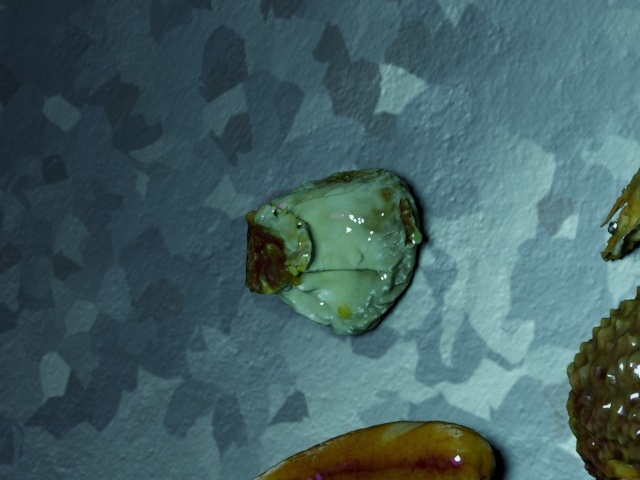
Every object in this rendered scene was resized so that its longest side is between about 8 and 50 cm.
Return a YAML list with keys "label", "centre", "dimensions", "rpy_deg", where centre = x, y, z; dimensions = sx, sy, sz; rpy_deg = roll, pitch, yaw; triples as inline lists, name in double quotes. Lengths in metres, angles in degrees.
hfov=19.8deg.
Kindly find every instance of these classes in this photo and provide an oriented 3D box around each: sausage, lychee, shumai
- label: "sausage"
  centre: [0.040, 0.240, 1.861]
  dimensions: [0.302, 0.076, 0.103]
  rpy_deg: [-21, 47, 26]
- label: "lychee"
  centre: [0.353, 0.143, 1.601]
  dimensions: [0.267, 0.267, 0.268]
  rpy_deg: [-6, 79, 30]
- label: "shumai"
  centre: [0.004, -0.005, 1.894]
  dimensions: [0.184, 0.142, 0.184]
  rpy_deg: [-4, 83, 32]

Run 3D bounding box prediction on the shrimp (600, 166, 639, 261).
- label: "shrimp"
  centre: [0.358, -0.038, 1.684]
  dimensions: [0.152, 0.063, 0.287]
  rpy_deg: [53, 139, 15]
